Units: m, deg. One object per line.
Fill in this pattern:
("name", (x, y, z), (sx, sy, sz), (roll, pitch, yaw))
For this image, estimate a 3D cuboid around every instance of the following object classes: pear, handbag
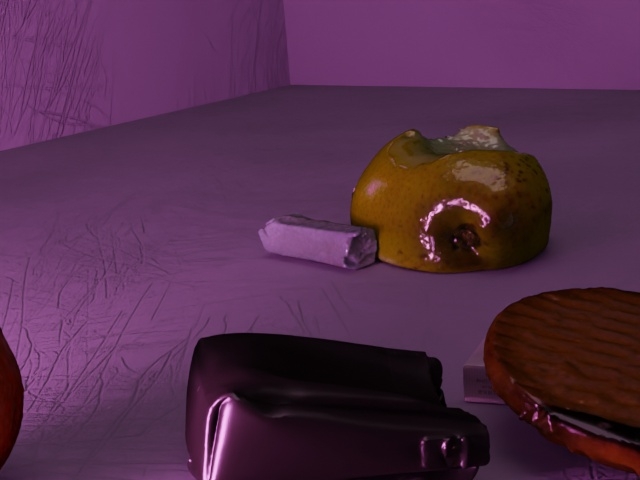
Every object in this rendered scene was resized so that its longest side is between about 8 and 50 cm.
("pear", (0.202, -0.061, 1.811), (0.286, 0.176, 0.282), (-8, 16, -11))
("handbag", (0.007, 0.157, 1.124), (0.256, 0.114, 0.285), (-1, 6, -7))

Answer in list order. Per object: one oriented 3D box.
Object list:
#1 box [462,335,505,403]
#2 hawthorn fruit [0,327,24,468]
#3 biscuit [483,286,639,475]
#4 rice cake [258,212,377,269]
("box", (0.232, 0.134, 1.279), (0.152, 0.048, 0.100), (3, 18, 21))
("hawthorn fruit", (-0.412, 0.084, 1.071), (0.284, 0.369, 0.285), (-12, -4, -1))
("biscuit", (0.309, 0.127, 1.164), (0.317, 0.040, 0.318), (6, 25, -3))
("rice cake", (0.000, 0.000, 1.849), (0.206, 0.063, 0.069), (10, 17, 43))
